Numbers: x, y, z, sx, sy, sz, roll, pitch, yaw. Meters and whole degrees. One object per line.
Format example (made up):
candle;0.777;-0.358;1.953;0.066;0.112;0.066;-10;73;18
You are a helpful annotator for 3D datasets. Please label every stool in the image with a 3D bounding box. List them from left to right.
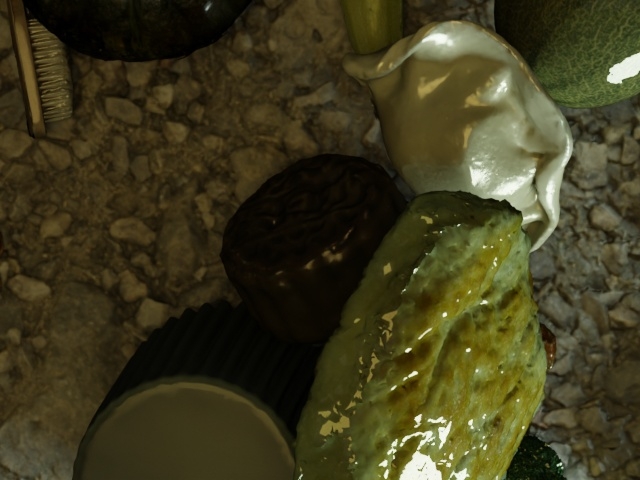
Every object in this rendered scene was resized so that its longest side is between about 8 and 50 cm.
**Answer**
stool;-0.120;0.240;1.502;0.297;0.330;0.297;0;97;4

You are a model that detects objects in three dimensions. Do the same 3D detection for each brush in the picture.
brush;-0.345;-0.286;1.595;0.065;0.070;0.327;-12;94;-13

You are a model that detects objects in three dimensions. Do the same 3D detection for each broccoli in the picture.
broccoli;0.213;0.319;1.578;0.195;0.195;0.156;-20;115;6

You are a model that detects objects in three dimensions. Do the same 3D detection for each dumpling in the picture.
dumpling;0.183;-0.131;1.480;0.318;0.243;0.187;43;55;-21

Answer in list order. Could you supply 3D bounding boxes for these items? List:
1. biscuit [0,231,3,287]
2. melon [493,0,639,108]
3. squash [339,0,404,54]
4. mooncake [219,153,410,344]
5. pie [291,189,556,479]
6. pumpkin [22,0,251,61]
biscuit;-0.535;0.015;1.651;0.289;0.044;0.202;12;97;5
melon;0.319;-0.287;1.456;0.237;0.237;0.301;37;100;-1
squash;0.068;-0.275;1.561;0.094;0.094;0.224;-9;103;5
mooncake;0.000;0.000;1.514;0.228;0.228;0.124;-31;125;7
pie;0.098;0.155;1.380;0.180;0.418;0.395;20;70;26
pumpkin;-0.198;-0.351;1.501;0.321;0.192;0.320;0;94;-4
